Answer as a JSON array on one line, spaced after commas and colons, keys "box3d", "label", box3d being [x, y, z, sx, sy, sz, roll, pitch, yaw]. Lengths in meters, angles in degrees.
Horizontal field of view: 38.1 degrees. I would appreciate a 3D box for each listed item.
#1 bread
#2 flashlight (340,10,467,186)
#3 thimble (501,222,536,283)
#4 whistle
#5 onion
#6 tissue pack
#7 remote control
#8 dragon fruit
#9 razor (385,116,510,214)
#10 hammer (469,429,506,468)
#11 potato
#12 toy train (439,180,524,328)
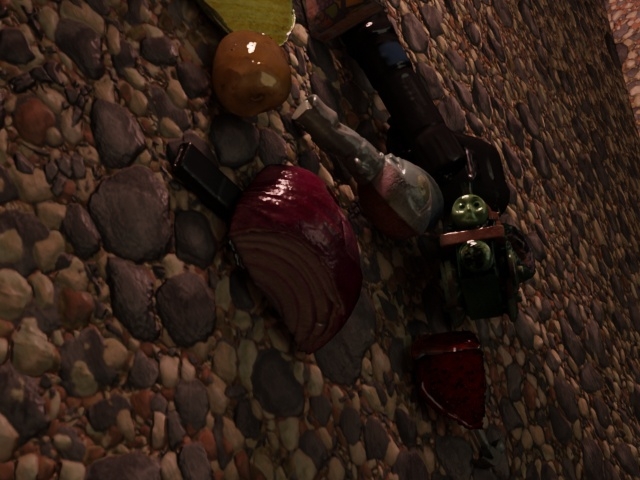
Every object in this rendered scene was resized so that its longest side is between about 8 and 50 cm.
[{"box3d": [-0.142, -0.440, 1.521, 0.301, 0.045, 0.301, 31, 47, -42], "label": "bread"}, {"box3d": [0.145, -0.290, 1.718, 0.103, 0.103, 0.424, 2, 55, -56], "label": "flashlight"}, {"box3d": [0.391, 0.032, 1.966, 0.135, 0.090, 0.118, 53, 31, -17], "label": "thimble"}, {"box3d": [0.090, -0.112, 1.591, 0.346, 0.133, 0.142, 41, 42, -21], "label": "whistle"}, {"box3d": [0.000, 0.000, 1.333, 0.250, 0.111, 0.247, 55, 40, -18], "label": "onion"}, {"box3d": [0.040, -0.444, 1.696, 0.060, 0.148, 0.109, 10, 61, -52], "label": "tissue pack"}, {"box3d": [-0.117, -0.044, 1.313, 0.245, 0.025, 0.063, 44, 43, -32], "label": "remote control"}, {"box3d": [0.218, 0.238, 1.584, 0.127, 0.120, 0.161, -71, 155, -85], "label": "dragon fruit"}, {"box3d": [0.256, -0.149, 1.863, 0.326, 0.107, 0.189, 16, 57, -48], "label": "razor"}, {"box3d": [0.254, 0.292, 1.648, 0.246, 0.029, 0.103, 62, 31, -3], "label": "hammer"}, {"box3d": [-0.103, -0.250, 1.392, 0.178, 0.118, 0.109, -95, -179, -51], "label": "potato"}, {"box3d": [0.286, 0.030, 1.689, 0.304, 0.150, 0.222, 60, 24, -65], "label": "toy train"}]
